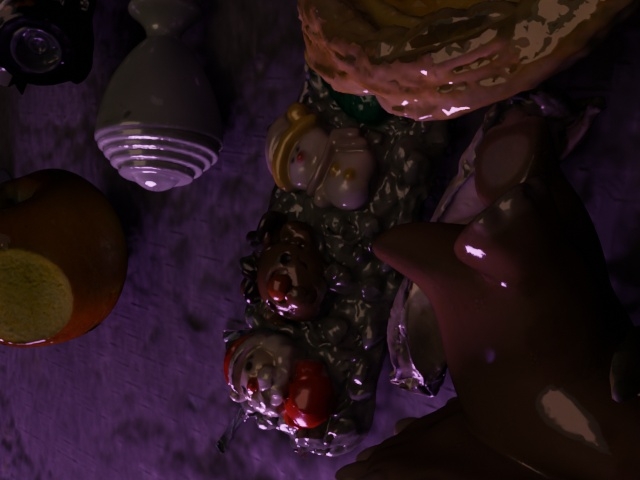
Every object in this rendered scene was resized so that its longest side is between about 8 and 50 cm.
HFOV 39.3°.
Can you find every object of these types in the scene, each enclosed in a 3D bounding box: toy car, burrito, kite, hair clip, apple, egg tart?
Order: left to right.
[{"bbox_3d":[-0.261,0.012,0.823,0.146,0.163,0.147,-99,10,-62],"label":"apple"},{"bbox_3d":[-0.207,-0.277,0.755,0.301,0.118,0.193,-55,24,34],"label":"toy car"},{"bbox_3d":[-0.048,0.124,0.730,0.156,0.011,0.139,-55,54,30],"label":"kite"},{"bbox_3d":[-0.001,-0.001,0.616,0.138,0.091,0.321,24,107,40],"label":"hair clip"},{"bbox_3d":[0.092,0.004,0.551,0.058,0.063,0.229,34,115,18],"label":"burrito"},{"bbox_3d":[0.102,-0.182,0.484,0.279,0.095,0.278,-22,53,32],"label":"egg tart"}]

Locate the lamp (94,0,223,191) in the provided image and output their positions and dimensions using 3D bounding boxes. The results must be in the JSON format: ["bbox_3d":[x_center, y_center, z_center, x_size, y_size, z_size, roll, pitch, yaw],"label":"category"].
[{"bbox_3d":[-0.131,-0.135,0.741,0.106,0.106,0.192,-7,79,44],"label":"lamp"}]

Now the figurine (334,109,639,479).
[{"bbox_3d":[0.088,0.092,0.468,0.173,0.177,0.247,-25,104,24],"label":"figurine"}]

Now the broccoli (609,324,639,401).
[{"bbox_3d":[0.259,-0.022,0.289,0.324,0.272,0.334,-84,19,-52],"label":"broccoli"}]

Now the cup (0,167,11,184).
[{"bbox_3d":[-0.400,-0.050,0.989,0.104,0.116,0.074,10,98,45],"label":"cup"}]
